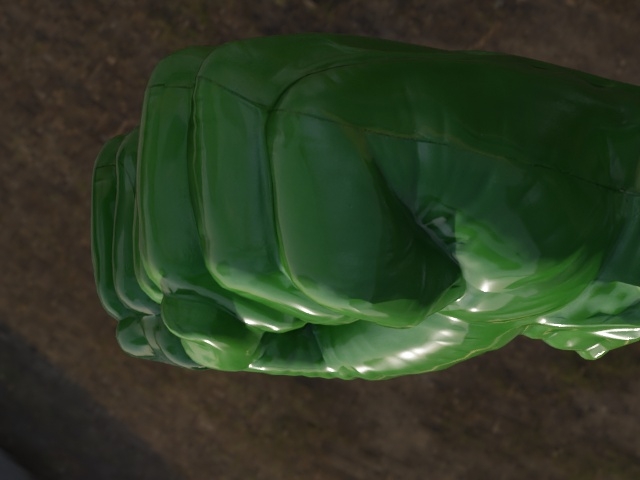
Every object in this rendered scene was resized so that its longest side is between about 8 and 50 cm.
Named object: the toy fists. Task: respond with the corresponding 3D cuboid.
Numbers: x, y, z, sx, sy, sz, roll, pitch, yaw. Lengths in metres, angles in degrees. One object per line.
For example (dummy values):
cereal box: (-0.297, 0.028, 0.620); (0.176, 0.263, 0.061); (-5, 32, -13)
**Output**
toy fists: (0.000, 0.000, 0.507); (0.142, 0.096, 0.279); (11, 172, -13)
